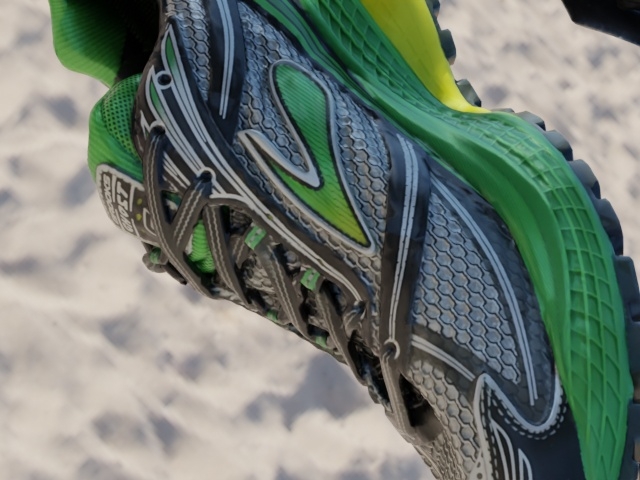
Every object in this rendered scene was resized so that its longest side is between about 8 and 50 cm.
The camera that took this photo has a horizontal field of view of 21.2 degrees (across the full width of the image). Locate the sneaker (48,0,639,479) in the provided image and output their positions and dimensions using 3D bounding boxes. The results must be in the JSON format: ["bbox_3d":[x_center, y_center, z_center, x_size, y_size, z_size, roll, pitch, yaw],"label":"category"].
[{"bbox_3d":[0.000,0.000,0.623,0.146,0.134,0.343,-17,51,-20],"label":"sneaker"}]

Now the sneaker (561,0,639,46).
[{"bbox_3d":[0.074,-0.077,0.369,0.234,0.106,0.078,-2,60,-14],"label":"sneaker"}]
